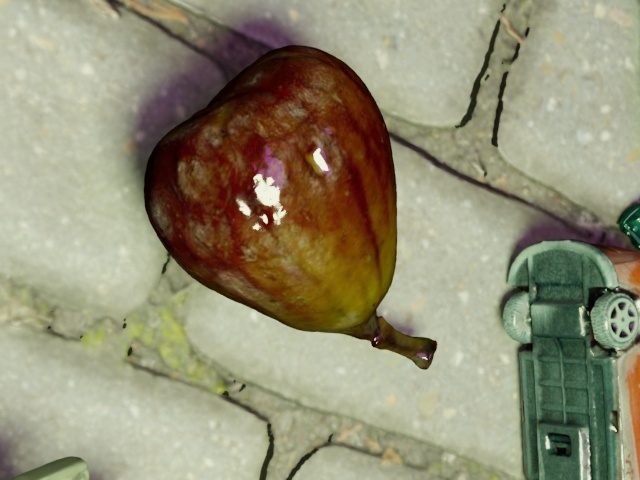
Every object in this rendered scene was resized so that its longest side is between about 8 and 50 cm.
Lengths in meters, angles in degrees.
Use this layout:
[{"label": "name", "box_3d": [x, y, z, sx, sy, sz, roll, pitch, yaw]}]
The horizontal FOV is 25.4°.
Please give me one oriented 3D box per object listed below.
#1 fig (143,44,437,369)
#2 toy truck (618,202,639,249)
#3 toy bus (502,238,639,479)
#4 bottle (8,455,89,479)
[{"label": "fig", "box_3d": [-0.001, -0.001, 0.961, 0.170, 0.146, 0.274, -54, 126, -25]}, {"label": "toy truck", "box_3d": [0.281, 0.002, 1.150, 0.044, 0.039, 0.083, -43, 106, -3]}, {"label": "toy bus", "box_3d": [0.216, 0.130, 1.077, 0.120, 0.121, 0.265, -3, 90, -35]}, {"label": "bottle", "box_3d": [-0.225, 0.281, 0.811, 0.352, 0.229, 0.229, -25, 100, -28]}]
